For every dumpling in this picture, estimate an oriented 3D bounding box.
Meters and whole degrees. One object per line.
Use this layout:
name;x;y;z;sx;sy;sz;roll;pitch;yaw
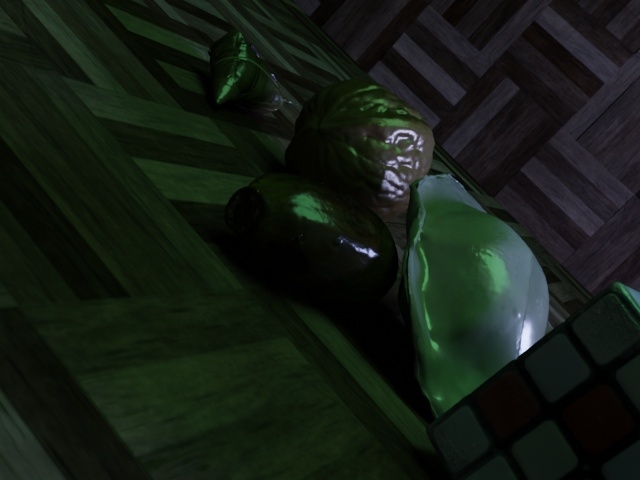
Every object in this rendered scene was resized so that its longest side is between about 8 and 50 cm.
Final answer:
dumpling;0.169;0.063;1.109;0.181;0.341;0.260;-2;-44;53

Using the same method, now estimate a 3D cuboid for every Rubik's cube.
Rubik's cube;0.309;0.227;0.884;0.259;0.256;0.253;20;34;-51

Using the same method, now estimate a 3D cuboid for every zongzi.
zongzi;-0.116;-0.226;1.482;0.189;0.081;0.178;48;30;-41

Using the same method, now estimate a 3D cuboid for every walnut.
walnut;0.056;-0.132;1.358;0.228;0.228;0.228;39;16;-13

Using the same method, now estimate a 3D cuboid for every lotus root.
lotus root;0.000;0.000;1.019;0.241;0.123;0.124;31;9;-46

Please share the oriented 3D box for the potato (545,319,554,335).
potato;0.347;0.223;1.400;0.261;0.100;0.120;53;51;-19
